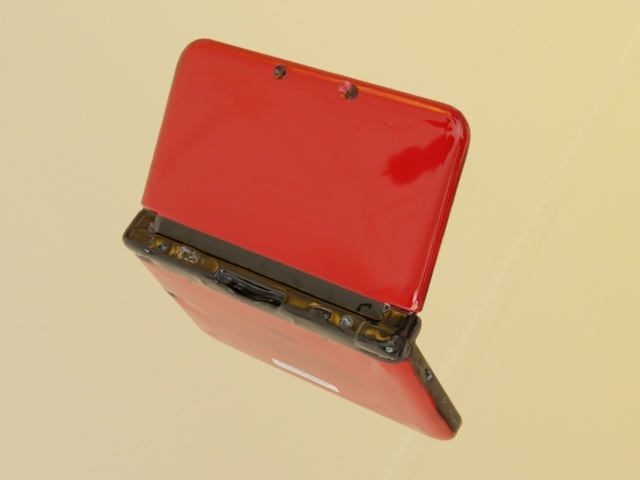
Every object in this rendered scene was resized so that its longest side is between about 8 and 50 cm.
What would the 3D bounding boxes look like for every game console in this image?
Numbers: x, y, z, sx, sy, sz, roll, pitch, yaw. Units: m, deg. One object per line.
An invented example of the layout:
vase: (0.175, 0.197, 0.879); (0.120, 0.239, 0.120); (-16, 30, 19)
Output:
game console: (0.000, 0.000, 0.531); (0.085, 0.144, 0.124); (-56, -37, -18)
